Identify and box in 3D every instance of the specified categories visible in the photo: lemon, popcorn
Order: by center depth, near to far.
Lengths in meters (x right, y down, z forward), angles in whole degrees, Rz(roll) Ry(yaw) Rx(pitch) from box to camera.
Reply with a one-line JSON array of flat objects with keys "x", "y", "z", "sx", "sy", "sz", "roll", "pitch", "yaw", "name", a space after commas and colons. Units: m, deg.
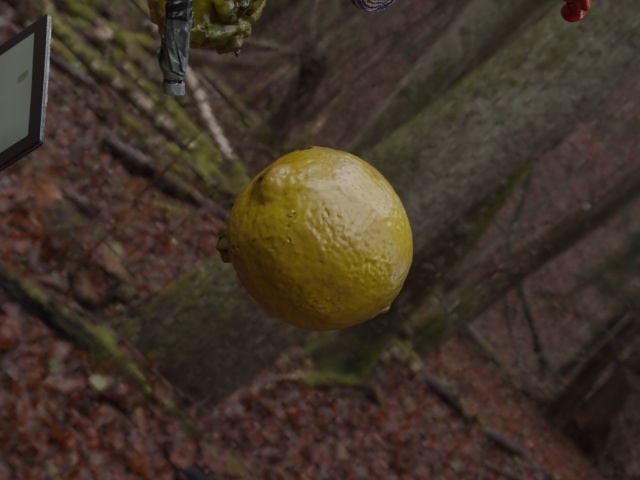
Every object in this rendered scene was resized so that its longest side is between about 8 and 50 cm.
[{"x": -0.001, "y": -0.001, "z": 1.592, "sx": 0.293, "sy": 0.293, "sz": 0.293, "roll": 46, "pitch": 2, "yaw": -2, "name": "lemon"}, {"x": -0.185, "y": -0.416, "z": 1.795, "sx": 0.218, "sy": 0.189, "sz": 0.169, "roll": -14, "pitch": 61, "yaw": -44, "name": "popcorn"}]

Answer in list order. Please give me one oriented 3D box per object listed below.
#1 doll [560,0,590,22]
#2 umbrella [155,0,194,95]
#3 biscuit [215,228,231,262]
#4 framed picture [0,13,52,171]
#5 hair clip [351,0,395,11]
[{"x": 0.505, "y": -0.592, "z": 2.189, "sx": 0.336, "sy": 0.105, "sz": 0.200, "roll": 69, "pitch": 4, "yaw": -62, "name": "doll"}, {"x": -0.206, "y": -0.301, "z": 1.531, "sx": 0.046, "sy": 0.188, "sz": 0.050, "roll": -13, "pitch": 31, "yaw": -36, "name": "umbrella"}, {"x": -0.034, "y": 0.013, "z": 1.901, "sx": 0.273, "sy": 0.187, "sz": 0.036, "roll": 20, "pitch": 36, "yaw": -28, "name": "biscuit"}, {"x": -0.593, "y": -0.239, "z": 1.944, "sx": 0.016, "sy": 0.265, "sz": 0.347, "roll": 42, "pitch": 28, "yaw": -43, "name": "framed picture"}, {"x": 0.085, "y": -0.398, "z": 1.597, "sx": 0.172, "sy": 0.116, "sz": 0.049, "roll": 15, "pitch": 34, "yaw": -57, "name": "hair clip"}]
